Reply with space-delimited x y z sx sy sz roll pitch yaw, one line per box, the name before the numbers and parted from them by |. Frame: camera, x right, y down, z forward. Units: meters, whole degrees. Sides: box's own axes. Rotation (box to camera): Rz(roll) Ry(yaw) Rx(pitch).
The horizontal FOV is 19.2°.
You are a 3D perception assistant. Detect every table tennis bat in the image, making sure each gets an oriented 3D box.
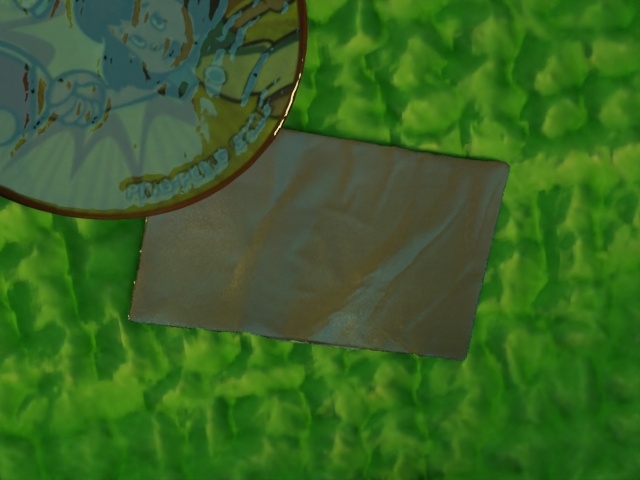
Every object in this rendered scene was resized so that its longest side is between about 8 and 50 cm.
table tennis bat | -0.145 -0.134 0.898 0.310 0.038 0.200 33 90 -21

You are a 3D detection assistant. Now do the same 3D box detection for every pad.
pad | 0.000 0.000 0.985 0.188 0.006 0.113 7 103 -16
